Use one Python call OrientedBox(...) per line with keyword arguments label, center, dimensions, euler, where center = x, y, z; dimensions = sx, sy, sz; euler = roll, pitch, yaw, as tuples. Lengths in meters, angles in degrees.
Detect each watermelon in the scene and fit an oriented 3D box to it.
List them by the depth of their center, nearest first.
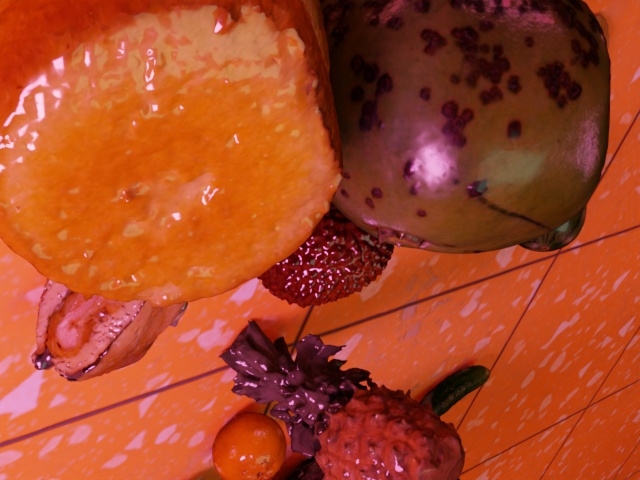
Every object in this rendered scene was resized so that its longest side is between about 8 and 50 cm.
OrientedBox(label="watermelon", center=(0.248, -0.040, 1.290), dimensions=(0.109, 0.109, 0.109), euler=(-33, 148, -23))

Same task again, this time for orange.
OrientedBox(label="orange", center=(-0.074, 0.222, 1.214), dimensions=(0.083, 0.070, 0.083), euler=(-28, 146, -21))

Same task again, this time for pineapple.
OrientedBox(label="pineapple", center=(0.014, 0.165, 1.078), dimensions=(0.128, 0.248, 0.128), euler=(-35, 144, -30))

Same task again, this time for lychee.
OrientedBox(label="lychee", center=(-0.002, -0.002, 0.987), dimensions=(0.123, 0.123, 0.129), euler=(-10, 163, -47))

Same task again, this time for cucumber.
OrientedBox(label="cucumber", center=(0.171, 0.208, 1.557), dimensions=(0.155, 0.037, 0.037), euler=(-31, 148, -29))

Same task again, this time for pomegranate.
OrientedBox(label="pomegranate", center=(0.102, -0.114, 0.865), dimensions=(0.254, 0.254, 0.271), euler=(70, 41, -59))

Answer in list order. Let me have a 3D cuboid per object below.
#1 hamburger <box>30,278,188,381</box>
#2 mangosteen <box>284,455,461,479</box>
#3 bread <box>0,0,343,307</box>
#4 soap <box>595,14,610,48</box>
OrientedBox(label="hamburger", center=(-0.145, 0.030, 0.876), dimensions=(0.176, 0.087, 0.102), euler=(-56, 163, 1))
OrientedBox(label="mangosteen", center=(0.060, 0.398, 1.378), dimensions=(0.330, 0.330, 0.330), euler=(-33, 148, -23))
OrientedBox(label="bread", center=(-0.104, -0.079, 0.686), dimensions=(0.268, 0.146, 0.268), euler=(-14, 134, -15))
OrientedBox(label="soap", center=(0.261, -0.157, 1.220), dimensions=(0.089, 0.033, 0.169), euler=(-22, 142, -41))
